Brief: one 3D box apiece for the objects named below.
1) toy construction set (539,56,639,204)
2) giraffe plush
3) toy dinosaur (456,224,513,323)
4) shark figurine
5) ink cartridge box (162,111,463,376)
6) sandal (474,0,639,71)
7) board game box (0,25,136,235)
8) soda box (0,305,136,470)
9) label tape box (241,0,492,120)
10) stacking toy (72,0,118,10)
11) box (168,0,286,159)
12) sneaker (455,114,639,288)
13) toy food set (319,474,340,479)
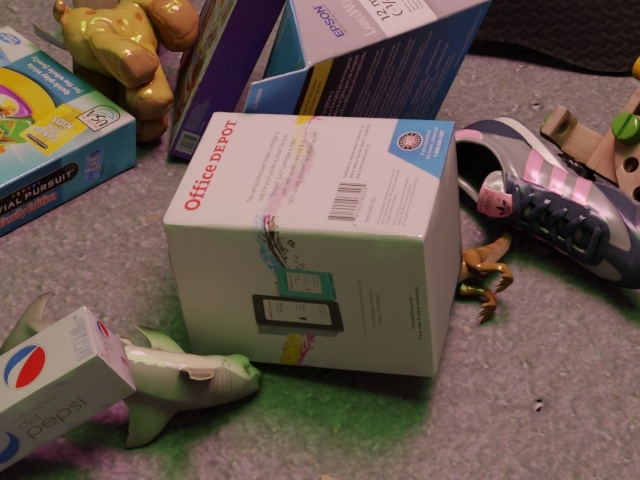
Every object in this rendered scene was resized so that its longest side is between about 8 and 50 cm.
[{"bbox_3d":[0.416,-0.141,1.841,0.308,0.257,0.237,-8,27,-45],"label":"toy construction set"},{"bbox_3d":[-0.224,-0.254,1.871,0.210,0.181,0.170,42,64,13],"label":"giraffe plush"},{"bbox_3d":[0.175,0.028,1.713,0.211,0.064,0.112,-22,48,-28],"label":"toy dinosaur"},{"bbox_3d":[-0.202,0.146,1.520,0.278,0.116,0.166,15,8,-2],"label":"shark figurine"},{"bbox_3d":[0.000,0.000,1.591,0.270,0.197,0.198,4,41,14],"label":"ink cartridge box"},{"bbox_3d":[0.284,-0.341,2.071,0.445,0.168,0.107,8,24,2],"label":"sandal"},{"bbox_3d":[-0.428,-0.111,1.784,0.253,0.079,0.336,35,49,29],"label":"board game box"},{"bbox_3d":[-0.289,0.156,1.436,0.216,0.074,0.069,-30,46,8],"label":"soda box"},{"bbox_3d":[0.011,-0.195,1.789,0.347,0.249,0.115,-22,65,-28],"label":"label tape box"},{"bbox_3d":[-0.232,-0.393,2.099,0.141,0.141,0.330,11,35,5],"label":"stacking toy"},{"bbox_3d":[-0.106,-0.264,1.833,0.057,0.293,0.201,17,40,-15],"label":"box"},{"bbox_3d":[0.256,-0.034,1.750,0.131,0.112,0.319,-14,38,-36],"label":"sneaker"},{"bbox_3d":[0.045,0.333,1.367,0.128,0.071,0.218,18,39,-23],"label":"toy food set"}]
